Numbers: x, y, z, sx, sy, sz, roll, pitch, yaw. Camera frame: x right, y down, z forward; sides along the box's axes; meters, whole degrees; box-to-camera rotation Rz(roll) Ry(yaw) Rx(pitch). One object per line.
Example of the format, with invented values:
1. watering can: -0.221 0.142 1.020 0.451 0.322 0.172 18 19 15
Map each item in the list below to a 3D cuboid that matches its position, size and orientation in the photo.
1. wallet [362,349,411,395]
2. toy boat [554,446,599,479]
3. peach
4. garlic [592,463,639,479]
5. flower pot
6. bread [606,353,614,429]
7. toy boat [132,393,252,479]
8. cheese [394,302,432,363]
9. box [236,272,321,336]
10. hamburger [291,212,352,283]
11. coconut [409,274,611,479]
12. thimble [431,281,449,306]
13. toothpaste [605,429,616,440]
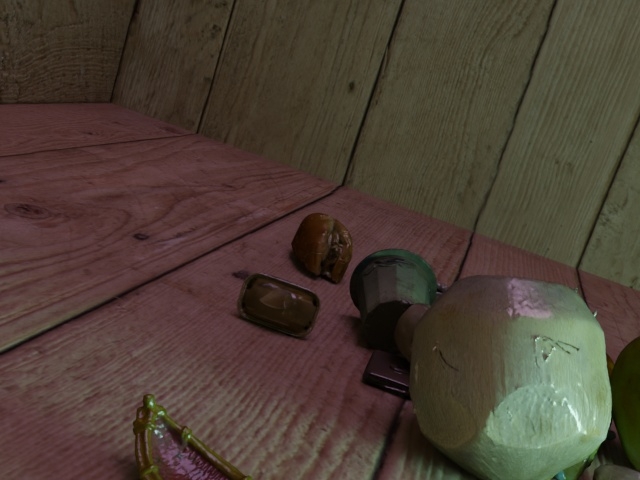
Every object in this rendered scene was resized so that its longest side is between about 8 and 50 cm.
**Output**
1. wallet: 0.153 0.272 1.680 0.118 0.038 0.153 18 11 6
2. toy boat: 0.494 0.362 1.571 0.111 0.084 0.276 28 25 21
3. peach: 0.718 0.330 1.587 0.282 0.315 0.314 8 2 -24
4. garlic: 0.573 0.454 1.414 0.196 0.086 0.101 21 1 21
5. flower pot: 0.176 0.153 1.878 0.213 0.212 0.202 16 24 -8
6. bread: 0.597 0.322 1.893 0.185 0.109 0.380 23 14 12
7. toy boat: -0.135 0.318 1.028 0.318 0.099 0.141 30 21 31
8. cheese: 0.250 0.229 1.695 0.218 0.117 0.235 42 10 3
9. box: -0.090 0.141 1.761 0.177 0.111 0.111 18 14 4
10. hamburger: 0.000 0.000 2.301 0.144 0.156 0.283 13 17 -18
11. coconut: 0.319 0.251 1.397 0.347 0.360 0.346 6 -13 1
12. thimble: 0.289 0.159 2.188 0.115 0.090 0.102 22 18 11
13. toothpaste: 0.499 0.390 1.659 0.256 0.037 0.067 10 18 -22
